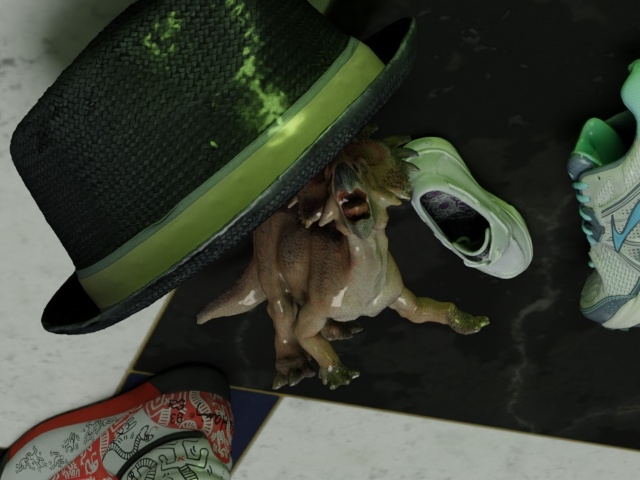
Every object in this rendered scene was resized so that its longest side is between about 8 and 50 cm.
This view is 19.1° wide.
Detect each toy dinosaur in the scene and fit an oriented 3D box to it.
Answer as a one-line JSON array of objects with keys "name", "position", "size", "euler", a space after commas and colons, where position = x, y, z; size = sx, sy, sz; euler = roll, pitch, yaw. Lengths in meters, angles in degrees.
[{"name": "toy dinosaur", "position": [0.000, 0.000, 1.476], "size": [0.127, 0.200, 0.295], "euler": [-29, -166, -33]}]

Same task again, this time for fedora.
[{"name": "fedora", "position": [-0.098, -0.086, 1.304], "size": [0.334, 0.334, 0.152], "euler": [-35, 103, 30]}]

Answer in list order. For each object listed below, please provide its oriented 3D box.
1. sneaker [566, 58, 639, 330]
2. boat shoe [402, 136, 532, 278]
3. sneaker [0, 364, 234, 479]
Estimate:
[{"name": "sneaker", "position": [0.248, -0.044, 1.508], "size": [0.122, 0.110, 0.283], "euler": [18, 135, -2]}, {"name": "boat shoe", "position": [0.122, -0.012, 1.536], "size": [0.066, 0.063, 0.184], "euler": [-20, 139, 15]}, {"name": "sneaker", "position": [-0.192, 0.227, 1.720], "size": [0.270, 0.145, 0.090], "euler": [-27, 137, 24]}]
